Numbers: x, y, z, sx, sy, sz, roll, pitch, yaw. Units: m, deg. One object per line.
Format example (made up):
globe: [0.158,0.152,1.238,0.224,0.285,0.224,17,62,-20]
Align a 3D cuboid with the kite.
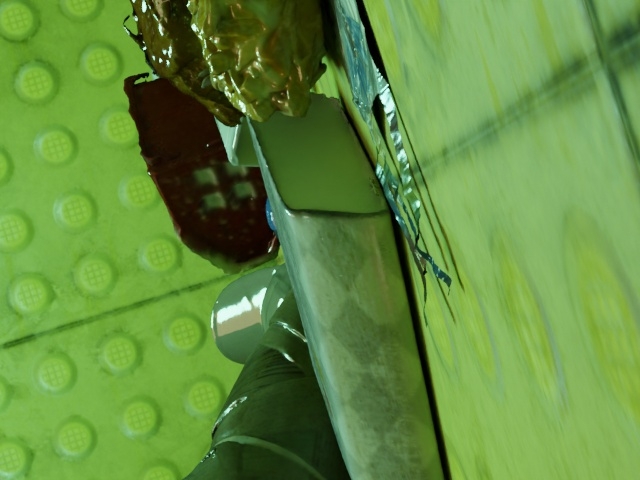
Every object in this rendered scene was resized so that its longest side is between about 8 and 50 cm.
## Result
kite: [0.037,-0.091,0.999,0.169,0.015,0.309,89,165,-75]

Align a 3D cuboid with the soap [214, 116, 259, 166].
soap: [-0.086,-0.182,1.622,0.183,0.064,0.121,-111,26,-46]

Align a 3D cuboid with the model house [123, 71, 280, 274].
model house: [-0.132,-0.091,1.824,0.196,0.160,0.254,-111,4,-46]

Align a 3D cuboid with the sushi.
sushi: [-0.112,-0.261,1.407,0.296,0.179,0.167,69,158,14]

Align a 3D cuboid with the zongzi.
zongzi: [0.087,0.320,1.580,0.500,0.467,0.218,42,152,-22]

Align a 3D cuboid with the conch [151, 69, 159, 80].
conch: [-0.169,-0.256,2.037,0.183,0.149,0.274,-131,22,-69]

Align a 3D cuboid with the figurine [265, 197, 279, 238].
figurine: [0.000,0.000,1.487,0.087,0.086,0.149,-78,-31,-45]

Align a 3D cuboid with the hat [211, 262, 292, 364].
hat: [-0.056,0.122,1.792,0.166,0.173,0.144,59,-169,-18]

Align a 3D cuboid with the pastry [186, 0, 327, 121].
pastry: [-0.056,-0.189,1.170,0.250,0.102,0.154,-113,8,-70]

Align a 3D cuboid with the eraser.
eraser: [0.029,0.076,1.278,0.213,0.082,0.396,-110,5,-51]
